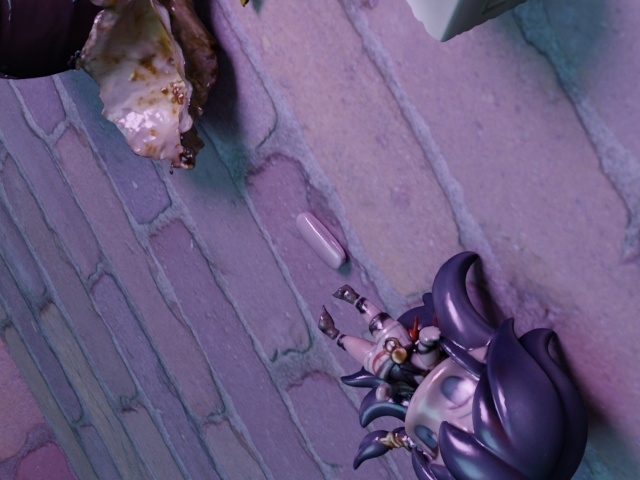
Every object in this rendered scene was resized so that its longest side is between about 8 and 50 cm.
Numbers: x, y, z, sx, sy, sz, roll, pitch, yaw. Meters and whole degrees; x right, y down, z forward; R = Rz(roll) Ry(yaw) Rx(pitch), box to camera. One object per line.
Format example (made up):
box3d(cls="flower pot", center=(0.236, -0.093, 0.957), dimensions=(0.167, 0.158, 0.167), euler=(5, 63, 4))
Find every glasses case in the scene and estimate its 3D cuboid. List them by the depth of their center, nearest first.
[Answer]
box3d(cls="glasses case", center=(0.000, 0.000, 1.086), dimensions=(0.083, 0.021, 0.032), euler=(48, 141, 20))

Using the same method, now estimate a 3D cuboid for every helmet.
box3d(cls="helmet", center=(-0.357, -0.333, 1.186), dimensions=(0.305, 0.177, 0.224), euler=(-132, 35, -68))

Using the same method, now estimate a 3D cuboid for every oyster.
box3d(cls="oyster", center=(-0.214, -0.249, 1.076), dimensions=(0.198, 0.133, 0.337), euler=(14, 131, 21))

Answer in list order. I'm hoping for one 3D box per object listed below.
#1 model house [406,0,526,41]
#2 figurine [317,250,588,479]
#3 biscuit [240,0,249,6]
box3d(cls="model house", center=(0.094, -0.247, 0.695), dimensions=(0.149, 0.127, 0.100), euler=(46, 143, 18))
box3d(cls="figurine", center=(0.131, 0.141, 0.864), dimensions=(0.175, 0.197, 0.265), euler=(102, 149, -45))
box3d(cls="biscuit", center=(-0.156, -0.388, 1.018), dimensions=(0.292, 0.026, 0.048), euler=(54, 153, 13))
